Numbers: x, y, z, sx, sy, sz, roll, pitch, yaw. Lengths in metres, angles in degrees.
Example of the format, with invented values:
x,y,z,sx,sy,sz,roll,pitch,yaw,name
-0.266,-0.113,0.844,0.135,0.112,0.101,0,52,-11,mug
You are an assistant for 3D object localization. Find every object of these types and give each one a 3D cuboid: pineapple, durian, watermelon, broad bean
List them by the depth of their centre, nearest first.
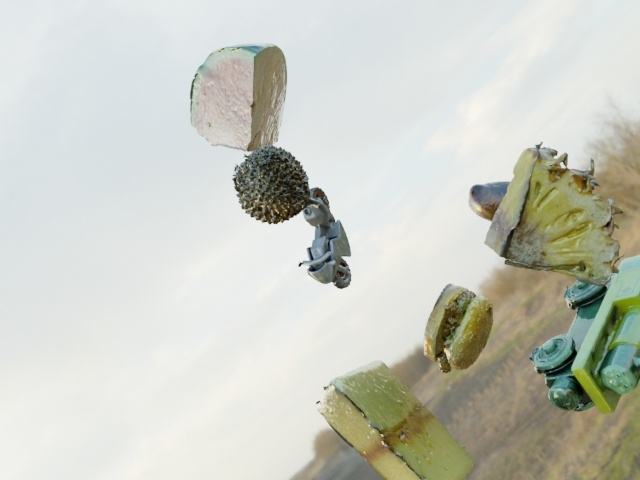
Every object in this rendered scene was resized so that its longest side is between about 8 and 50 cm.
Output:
x,y,z,sx,sy,sz,roll,pitch,yaw,name
0.336,-0.027,1.193,0.186,0.236,0.114,-35,13,4,pineapple
-0.080,-0.108,1.489,0.148,0.188,0.091,-59,-11,-16,durian
-0.214,-0.351,1.957,0.319,0.222,0.292,-59,-23,-65,watermelon
0.444,-0.092,1.975,0.165,0.114,0.084,-1,-16,7,broad bean

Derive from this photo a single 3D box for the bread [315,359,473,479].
x,y,z,sx,sy,sz,roll,pitch,yaw,name
0.117,0.427,1.615,0.242,0.345,0.405,-44,-9,18,bread

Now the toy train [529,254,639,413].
x,y,z,sx,sy,sz,roll,pitch,yaw,name
0.543,0.169,1.481,0.237,0.150,0.369,-24,18,47,toy train

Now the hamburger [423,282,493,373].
x,y,z,sx,sy,sz,roll,pitch,yaw,name
0.302,0.200,1.771,0.182,0.118,0.191,27,-92,-60,hamburger

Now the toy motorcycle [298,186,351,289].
x,y,z,sx,sy,sz,roll,pitch,yaw,name
0.000,0.000,1.636,0.080,0.215,0.122,-18,-1,30,toy motorcycle
